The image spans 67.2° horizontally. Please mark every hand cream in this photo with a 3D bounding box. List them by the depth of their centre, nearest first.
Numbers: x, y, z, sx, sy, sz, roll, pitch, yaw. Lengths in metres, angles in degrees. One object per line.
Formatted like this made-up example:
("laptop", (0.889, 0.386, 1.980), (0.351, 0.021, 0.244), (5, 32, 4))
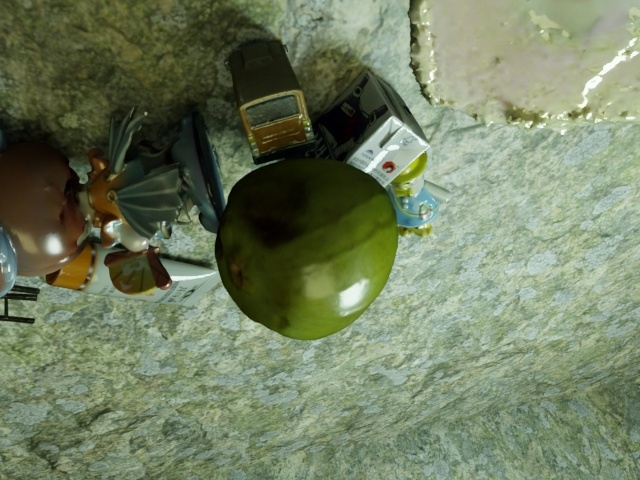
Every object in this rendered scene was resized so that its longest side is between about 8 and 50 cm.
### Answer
("hand cream", (-0.350, 0.072, 0.929), (0.314, 0.089, 0.140), (14, 134, -43))

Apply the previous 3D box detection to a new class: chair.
("chair", (-0.612, 0.086, 0.840), (0.213, 0.084, 0.101), (9, 137, -28))

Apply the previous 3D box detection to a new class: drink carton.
("drink carton", (0.048, -0.141, 0.779), (0.102, 0.134, 0.222), (26, 124, -38))

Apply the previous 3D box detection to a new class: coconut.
("coconut", (0.280, -0.331, 0.495), (0.405, 0.404, 0.404), (-10, 140, -9))

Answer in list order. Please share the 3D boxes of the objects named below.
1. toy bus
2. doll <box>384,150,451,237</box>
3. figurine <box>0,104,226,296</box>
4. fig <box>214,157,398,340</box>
("toy bus", (-0.070, -0.192, 0.644), (0.091, 0.182, 0.103), (-17, 132, -1))
("doll", (0.161, -0.100, 0.901), (0.099, 0.135, 0.241), (-45, 143, -11))
("figurine", (-0.338, -0.054, 0.661), (0.388, 0.276, 0.248), (-12, 164, -4))
("fig", (0.000, 0.000, 0.643), (0.271, 0.239, 0.239), (-23, 148, -34))
